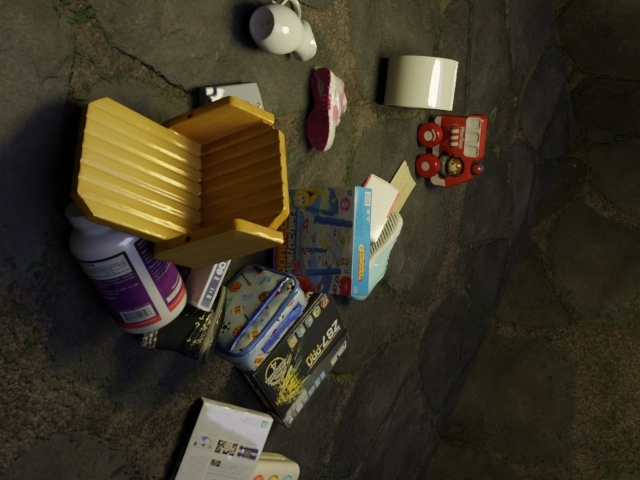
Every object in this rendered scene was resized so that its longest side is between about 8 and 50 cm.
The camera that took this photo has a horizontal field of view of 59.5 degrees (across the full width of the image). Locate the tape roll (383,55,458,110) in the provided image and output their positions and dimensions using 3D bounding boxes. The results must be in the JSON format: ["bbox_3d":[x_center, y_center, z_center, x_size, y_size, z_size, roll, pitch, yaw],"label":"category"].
[{"bbox_3d":[0.352,-0.551,1.976,0.246,0.246,0.169,-10,109,-49],"label":"tape roll"}]

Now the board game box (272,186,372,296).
[{"bbox_3d":[0.000,0.000,1.647,0.086,0.302,0.307,3,88,-51],"label":"board game box"}]

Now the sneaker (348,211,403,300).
[{"bbox_3d":[0.198,0.064,2.096,0.365,0.135,0.150,-54,140,-7],"label":"sneaker"}]

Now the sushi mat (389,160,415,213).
[{"bbox_3d":[0.284,-0.152,2.209,0.316,0.019,0.151,-58,138,-20],"label":"sushi mat"}]

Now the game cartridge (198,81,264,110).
[{"bbox_3d":[-0.228,-0.273,1.518,0.196,0.060,0.294,-21,118,-42],"label":"game cartridge"}]

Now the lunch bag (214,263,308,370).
[{"bbox_3d":[-0.186,0.204,1.575,0.303,0.243,0.114,-51,137,-25],"label":"lunch bag"}]

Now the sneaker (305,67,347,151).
[{"bbox_3d":[0.031,-0.402,1.749,0.111,0.103,0.252,-4,106,-48],"label":"sneaker"}]

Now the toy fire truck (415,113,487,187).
[{"bbox_3d":[0.537,-0.359,2.257,0.169,0.254,0.301,-20,117,-46],"label":"toy fire truck"}]

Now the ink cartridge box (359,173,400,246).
[{"bbox_3d":[0.121,-0.057,1.820,0.207,0.117,0.283,-62,-175,-24],"label":"ink cartridge box"}]

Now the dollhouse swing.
[{"bbox_3d":[-0.280,-0.165,1.171,0.305,0.315,0.346,42,37,-55],"label":"dollhouse swing"}]

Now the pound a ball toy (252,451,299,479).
[{"bbox_3d":[-0.190,0.740,1.838,0.319,0.136,0.208,33,76,-51],"label":"pound a ball toy"}]

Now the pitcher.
[{"bbox_3d":[-0.104,-0.591,1.523,0.207,0.126,0.177,-13,92,-59],"label":"pitcher"}]

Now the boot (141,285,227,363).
[{"bbox_3d":[-0.346,0.200,1.460,0.236,0.179,0.085,-80,180,-45],"label":"boot"}]

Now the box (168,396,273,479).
[{"bbox_3d":[-0.303,0.648,1.657,0.233,0.058,0.321,23,82,-23],"label":"box"}]

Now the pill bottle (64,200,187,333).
[{"bbox_3d":[-0.438,0.044,1.264,0.181,0.182,0.322,-43,132,-34],"label":"pill bottle"}]

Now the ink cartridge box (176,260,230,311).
[{"bbox_3d":[-0.299,0.059,1.417,0.045,0.206,0.208,27,80,-35],"label":"ink cartridge box"}]

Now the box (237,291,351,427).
[{"bbox_3d":[-0.075,0.380,1.889,0.395,0.097,0.318,-48,138,-30],"label":"box"}]
